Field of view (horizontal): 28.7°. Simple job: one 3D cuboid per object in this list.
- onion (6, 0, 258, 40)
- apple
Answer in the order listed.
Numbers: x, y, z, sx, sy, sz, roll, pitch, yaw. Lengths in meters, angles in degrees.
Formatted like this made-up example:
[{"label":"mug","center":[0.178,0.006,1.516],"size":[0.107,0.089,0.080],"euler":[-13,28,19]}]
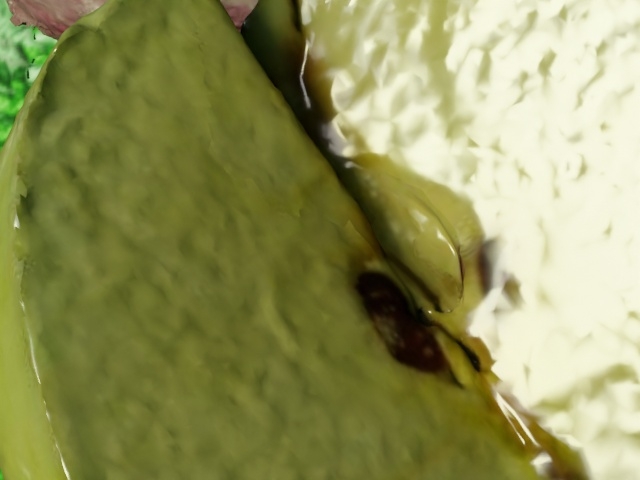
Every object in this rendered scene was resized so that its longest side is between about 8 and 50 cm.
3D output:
[{"label":"onion","center":[-0.014,-0.189,0.661],"size":[0.349,0.159,0.267],"euler":[3,51,0]},{"label":"apple","center":[0.039,0.032,0.434],"size":[0.295,0.233,0.258],"euler":[-34,73,-13]}]
